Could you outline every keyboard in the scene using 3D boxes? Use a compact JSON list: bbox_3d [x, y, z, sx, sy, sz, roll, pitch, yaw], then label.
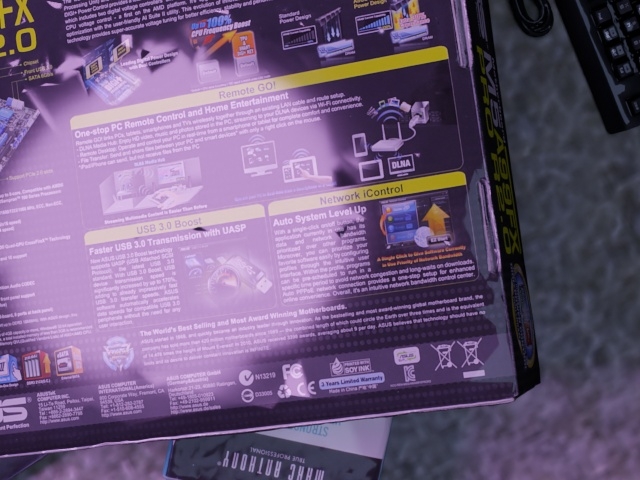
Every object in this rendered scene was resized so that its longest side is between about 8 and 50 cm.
[{"bbox_3d":[0.132,-0.144,0.653,0.108,0.023,0.180,-23,94,0],"label":"keyboard"}]

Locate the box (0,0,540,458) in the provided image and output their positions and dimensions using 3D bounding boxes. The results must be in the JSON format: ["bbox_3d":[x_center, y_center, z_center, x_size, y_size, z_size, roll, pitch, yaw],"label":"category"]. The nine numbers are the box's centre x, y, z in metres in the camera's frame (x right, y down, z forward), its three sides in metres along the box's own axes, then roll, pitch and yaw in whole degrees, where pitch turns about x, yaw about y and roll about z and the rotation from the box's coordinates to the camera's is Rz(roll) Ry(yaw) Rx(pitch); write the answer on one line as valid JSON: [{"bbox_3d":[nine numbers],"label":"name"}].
[{"bbox_3d":[-0.055,-0.025,0.578,0.270,0.060,0.216,-9,86,17],"label":"box"}]

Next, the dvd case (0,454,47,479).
[{"bbox_3d":[-0.234,0.040,0.654,0.164,0.018,0.221,-34,94,1],"label":"dvd case"}]

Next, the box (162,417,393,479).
[{"bbox_3d":[0.000,0.000,0.638,0.100,0.060,0.244,12,93,-2],"label":"box"}]
